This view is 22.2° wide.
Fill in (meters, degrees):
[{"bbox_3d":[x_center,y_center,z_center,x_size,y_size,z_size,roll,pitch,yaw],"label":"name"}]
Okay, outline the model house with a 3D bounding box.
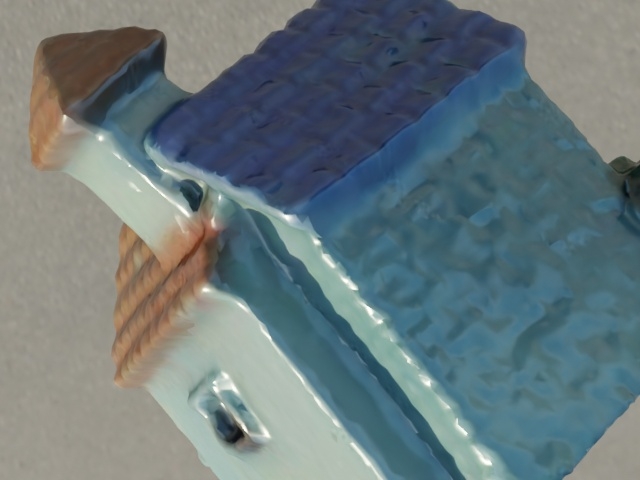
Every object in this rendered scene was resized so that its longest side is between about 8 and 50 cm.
[{"bbox_3d":[0.000,0.000,0.860,0.252,0.329,0.295,-47,180,-27],"label":"model house"}]
